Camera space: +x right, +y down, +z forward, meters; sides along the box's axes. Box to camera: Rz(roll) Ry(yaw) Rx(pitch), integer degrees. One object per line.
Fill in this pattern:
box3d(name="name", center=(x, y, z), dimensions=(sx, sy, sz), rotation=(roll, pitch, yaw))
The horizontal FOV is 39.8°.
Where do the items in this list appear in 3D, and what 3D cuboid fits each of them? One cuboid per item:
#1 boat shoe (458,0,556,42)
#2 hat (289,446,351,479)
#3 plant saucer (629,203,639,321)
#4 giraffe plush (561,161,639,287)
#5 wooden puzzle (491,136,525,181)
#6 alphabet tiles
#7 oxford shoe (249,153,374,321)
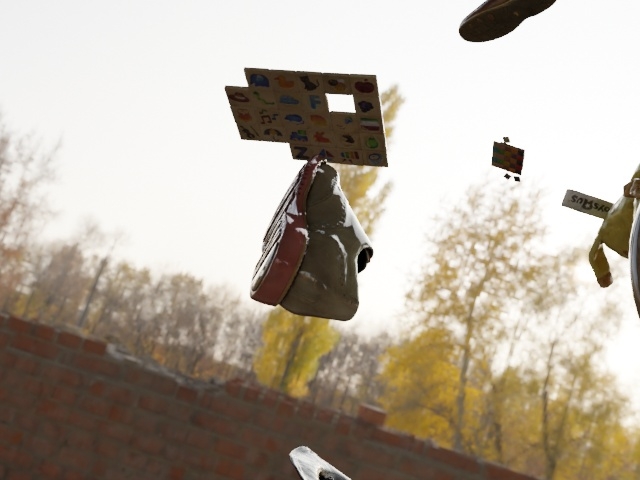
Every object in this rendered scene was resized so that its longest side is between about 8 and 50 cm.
box3d(name="boat shoe", center=(0.314, -0.393, 1.487), dimensions=(0.178, 0.060, 0.064), rotation=(-25, -47, 29))
box3d(name="hat", center=(0.029, 0.534, 1.601), dimensions=(0.331, 0.134, 0.331), rotation=(43, 2, -2))
box3d(name="plant saucer", center=(0.282, 0.022, 0.390), dimensions=(0.278, 0.278, 0.041), rotation=(16, -40, 14))
box3d(name="giraffe plush", center=(0.335, -0.026, 0.798), dimensions=(0.210, 0.181, 0.170), rotation=(2, -1, 8))
box3d(name="wooden puzzle", center=(0.278, -0.122, 1.310), dimensions=(0.049, 0.006, 0.083), rotation=(23, -36, 23))
box3d(name="alphabet tiles", center=(-0.021, -0.184, 1.332), dimensions=(0.237, 0.009, 0.198), rotation=(6, -33, 14))
box3d(name="oxford shoe", center=(0.000, 0.000, 1.125), dimensions=(0.130, 0.123, 0.348), rotation=(26, 29, -8))
